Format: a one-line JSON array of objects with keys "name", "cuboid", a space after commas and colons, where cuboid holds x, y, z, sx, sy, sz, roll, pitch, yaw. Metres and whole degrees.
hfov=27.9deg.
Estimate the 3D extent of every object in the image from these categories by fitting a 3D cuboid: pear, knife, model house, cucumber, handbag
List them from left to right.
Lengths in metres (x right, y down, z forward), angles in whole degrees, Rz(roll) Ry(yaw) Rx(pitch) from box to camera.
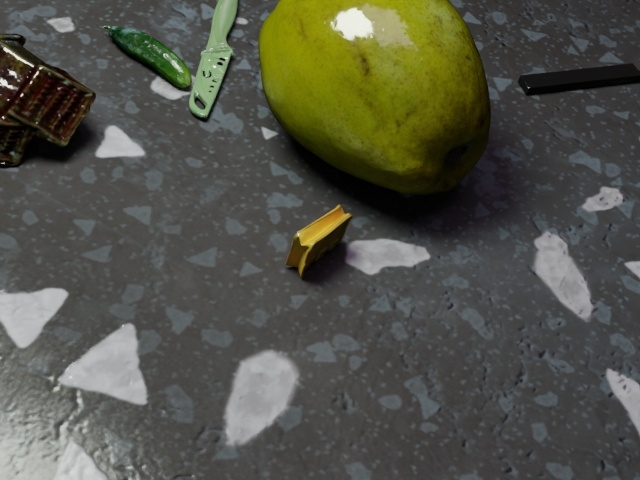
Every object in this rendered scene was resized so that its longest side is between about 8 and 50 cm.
[{"name": "model house", "cuboid": [-0.363, -0.161, 1.553, 0.152, 0.106, 0.165, 32, 83, 2]}, {"name": "cucumber", "cuboid": [-0.225, -0.251, 1.700, 0.155, 0.037, 0.037, 35, 49, 19]}, {"name": "knife", "cuboid": [-0.138, -0.261, 1.743, 0.043, 0.020, 0.293, 13, 46, -2]}, {"name": "handbag", "cuboid": [0.000, 0.000, 1.493, 0.027, 0.061, 0.083, 39, 49, 18]}, {"name": "pear", "cuboid": [0.070, -0.197, 1.576, 0.253, 0.253, 0.307, -26, 64, -32]}]

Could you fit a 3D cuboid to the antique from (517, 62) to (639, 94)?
[{"name": "antique", "cuboid": [0.371, -0.231, 1.832, 0.192, 0.015, 0.031, -8, 48, -21]}]
